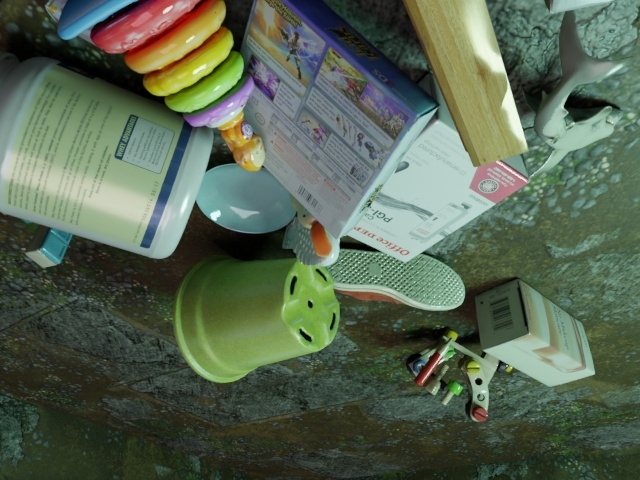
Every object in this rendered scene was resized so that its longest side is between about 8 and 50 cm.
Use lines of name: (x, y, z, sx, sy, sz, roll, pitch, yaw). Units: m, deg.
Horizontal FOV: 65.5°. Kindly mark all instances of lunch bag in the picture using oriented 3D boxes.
lunch bag: (-0.317, -0.298, 0.667, 0.071, 0.053, 0.083, 30, 175, -16)

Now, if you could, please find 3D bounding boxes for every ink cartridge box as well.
ink cartridge box: (0.162, -0.101, 0.839, 0.207, 0.117, 0.283, 24, 137, -25)

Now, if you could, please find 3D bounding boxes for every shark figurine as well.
shark figurine: (0.329, -0.194, 0.707, 0.166, 0.116, 0.278, -38, 154, 22)

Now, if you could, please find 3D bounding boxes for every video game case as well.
video game case: (-0.007, -0.173, 0.684, 0.269, 0.061, 0.244, 45, 141, 11)

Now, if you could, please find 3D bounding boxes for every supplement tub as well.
supplement tub: (-0.351, -0.126, 0.751, 0.324, 0.236, 0.235, 20, 139, -20)

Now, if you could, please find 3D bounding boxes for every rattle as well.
rattle: (-0.030, -0.089, 0.799, 0.130, 0.200, 0.143, -13, 141, 26)

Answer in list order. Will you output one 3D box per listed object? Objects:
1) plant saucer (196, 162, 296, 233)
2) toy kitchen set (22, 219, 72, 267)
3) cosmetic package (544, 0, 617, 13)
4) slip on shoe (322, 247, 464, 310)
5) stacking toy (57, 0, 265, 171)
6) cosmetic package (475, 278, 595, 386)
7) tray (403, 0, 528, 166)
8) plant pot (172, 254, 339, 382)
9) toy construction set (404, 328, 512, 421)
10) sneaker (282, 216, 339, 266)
plant saucer: (-0.138, -0.087, 0.947, 0.194, 0.038, 0.195, 2, 141, 2)
toy kitchen set: (-0.509, -0.066, 0.932, 0.165, 0.122, 0.207, -10, 141, 17)
cosmetic package: (0.364, -0.342, 0.527, 0.237, 0.107, 0.127, -5, 139, 16)
slip on shoe: (0.154, 0.088, 1.098, 0.330, 0.123, 0.101, 8, 160, -3)
stacking toy: (-0.154, -0.209, 0.641, 0.165, 0.175, 0.302, -14, 129, 25)
cosmetic package: (0.524, 0.231, 1.215, 0.296, 0.153, 0.129, 29, 137, -31)
tray: (0.124, -0.291, 0.528, 0.076, 0.203, 0.411, -17, 138, 25)
plant pot: (-0.111, 0.143, 1.017, 0.253, 0.276, 0.276, -14, 140, 34)
toy construction set: (0.373, 0.307, 1.306, 0.237, 0.257, 0.309, -53, 148, -2)
sneaker: (0.000, 0.000, 0.939, 0.094, 0.235, 0.090, 16, 96, -19)
